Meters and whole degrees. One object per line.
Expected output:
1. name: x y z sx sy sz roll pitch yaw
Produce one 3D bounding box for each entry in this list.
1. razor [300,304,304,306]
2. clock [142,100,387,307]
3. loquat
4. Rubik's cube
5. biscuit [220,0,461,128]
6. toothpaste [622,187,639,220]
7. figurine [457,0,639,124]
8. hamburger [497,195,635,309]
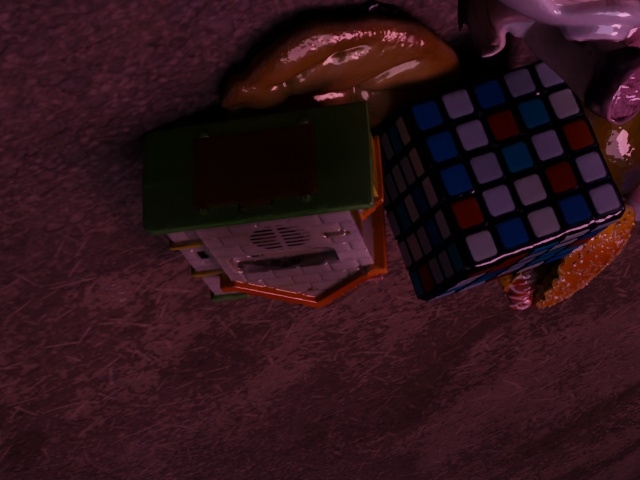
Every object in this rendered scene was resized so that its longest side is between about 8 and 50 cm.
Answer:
1. razor: 0.001 -0.002 1.651 0.068 0.037 0.191 32 126 -9
2. clock: -0.036 -0.022 1.441 0.219 0.106 0.255 -7 157 10
3. loquat: 0.310 -0.125 1.568 0.152 0.152 0.195 -20 145 -8
4. Rubik's cube: 0.174 -0.059 1.474 0.182 0.184 0.187 -18 173 -14
5. biscuit: 0.026 -0.151 1.393 0.260 0.041 0.203 -6 148 -28
6. toothpaste: 0.433 -0.102 1.822 0.067 0.043 0.194 -10 143 -27
7. figurine: 0.200 -0.254 1.140 0.211 0.253 0.361 -9 162 5
8. hamburger: 0.311 0.010 1.835 0.173 0.116 0.210 -15 152 -23
